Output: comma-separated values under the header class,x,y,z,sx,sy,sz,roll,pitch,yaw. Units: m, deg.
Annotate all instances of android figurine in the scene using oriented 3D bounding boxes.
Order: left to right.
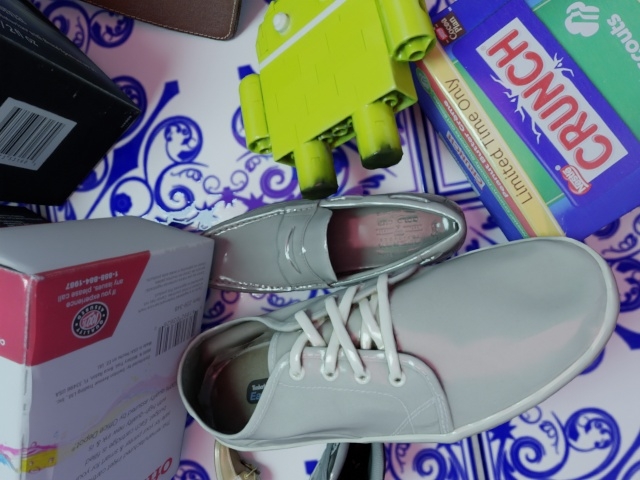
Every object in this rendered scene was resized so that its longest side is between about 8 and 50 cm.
class,x,y,z,sx,sy,sz,roll,pitch,yaw
android figurine,0.004,-0.190,0.508,0.248,0.056,0.273,-21,73,39

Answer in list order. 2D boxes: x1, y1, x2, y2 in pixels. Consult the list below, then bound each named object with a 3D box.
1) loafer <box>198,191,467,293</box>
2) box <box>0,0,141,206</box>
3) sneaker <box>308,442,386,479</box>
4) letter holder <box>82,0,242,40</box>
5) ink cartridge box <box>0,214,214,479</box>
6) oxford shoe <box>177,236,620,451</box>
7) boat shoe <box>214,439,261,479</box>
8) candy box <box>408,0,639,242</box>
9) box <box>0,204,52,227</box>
class,x,y,z,sx,sy,sz,roll,pitch,yaw
loafer,0.000,0.000,0.534,0.319,0.111,0.112,-11,89,6
box,-0.403,-0.205,0.483,0.294,0.296,0.183,43,95,4
sneaker,0.022,0.285,0.522,0.086,0.132,0.229,11,91,6
letter holder,-0.215,-0.383,0.525,0.301,0.214,0.152,14,60,-12
ink cartridge box,-0.237,0.140,0.473,0.131,0.226,0.307,17,102,19
oxford shoe,0.041,0.106,0.457,0.449,0.130,0.169,-21,48,22
boat shoe,-0.093,0.296,0.580,0.045,0.050,0.136,-15,99,2
candy box,0.285,-0.177,0.499,0.317,0.122,0.268,-33,87,6
box,-0.357,0.029,0.545,0.158,0.156,0.093,29,95,10
